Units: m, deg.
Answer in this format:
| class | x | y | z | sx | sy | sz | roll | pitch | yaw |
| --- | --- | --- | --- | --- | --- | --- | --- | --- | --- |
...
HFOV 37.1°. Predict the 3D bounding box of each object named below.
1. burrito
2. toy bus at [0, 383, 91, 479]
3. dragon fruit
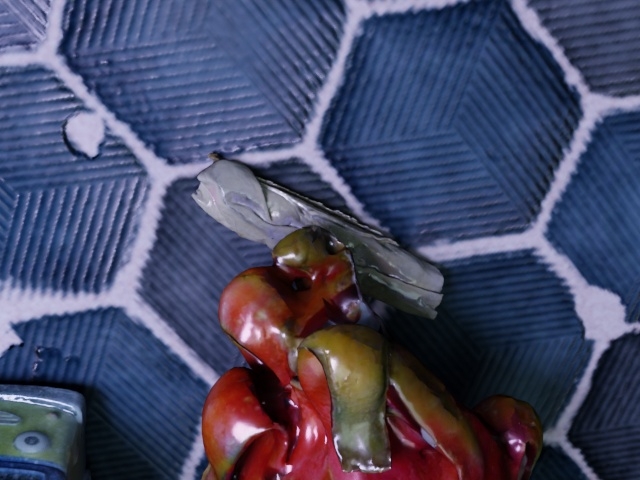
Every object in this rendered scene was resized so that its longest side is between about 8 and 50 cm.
| class | x | y | z | sx | sy | sz | roll | pitch | yaw |
| --- | --- | --- | --- | --- | --- | --- | --- | --- | --- |
| burrito | 0.000 | 0.000 | 0.640 | 0.185 | 0.041 | 0.045 | 24 | 118 | -13 |
| toy bus | -0.235 | 0.272 | 0.653 | 0.152 | 0.190 | 0.312 | 2 | 113 | -5 |
| dragon fruit | 0.018 | 0.168 | 0.615 | 0.307 | 0.227 | 0.243 | 39 | 101 | -17 |
